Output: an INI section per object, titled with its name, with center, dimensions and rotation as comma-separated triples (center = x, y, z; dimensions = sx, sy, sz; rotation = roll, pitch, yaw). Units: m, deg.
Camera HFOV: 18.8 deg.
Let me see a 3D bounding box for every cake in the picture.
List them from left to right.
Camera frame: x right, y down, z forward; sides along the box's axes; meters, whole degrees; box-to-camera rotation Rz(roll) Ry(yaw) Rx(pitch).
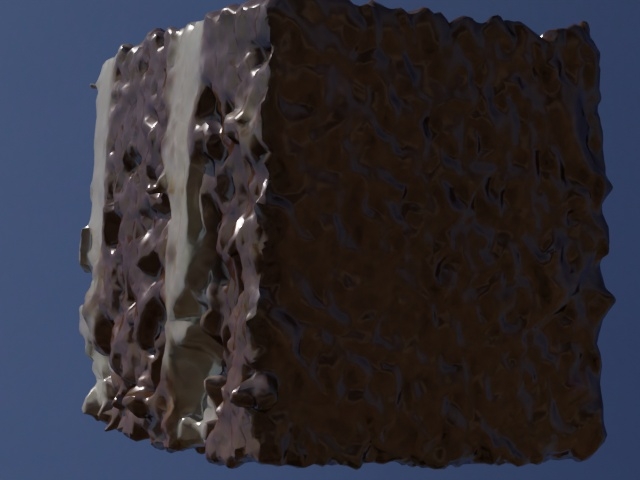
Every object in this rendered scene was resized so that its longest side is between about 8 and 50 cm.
[cake]
center = 0.000, 0.000, 0.589
dimensions = 0.134, 0.147, 0.135
rotation = 5, -92, -34
